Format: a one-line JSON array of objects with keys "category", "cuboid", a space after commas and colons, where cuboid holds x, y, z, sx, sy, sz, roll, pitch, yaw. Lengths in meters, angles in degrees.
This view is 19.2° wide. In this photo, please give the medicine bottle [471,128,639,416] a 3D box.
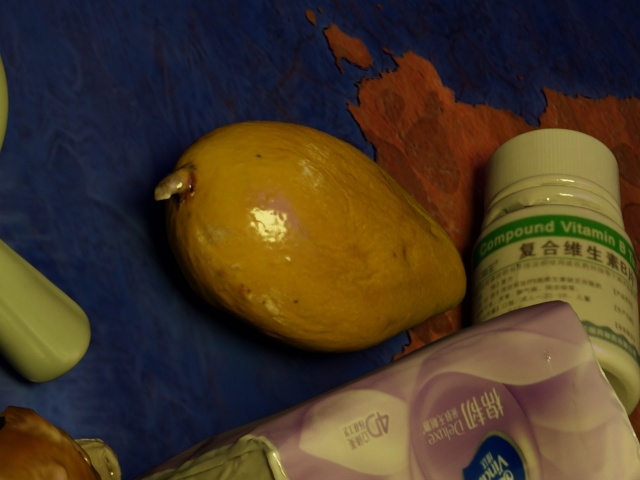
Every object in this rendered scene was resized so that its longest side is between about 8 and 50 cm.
[{"category": "medicine bottle", "cuboid": [0.191, 0.033, 1.540, 0.139, 0.139, 0.237, 31, 45, -28]}]

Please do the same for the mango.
[{"category": "mango", "cuboid": [0.000, 0.000, 1.381, 0.317, 0.119, 0.176, 11, 48, -48]}]

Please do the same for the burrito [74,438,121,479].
[{"category": "burrito", "cuboid": [-0.184, 0.147, 1.141, 0.149, 0.055, 0.041, -6, 109, -46]}]

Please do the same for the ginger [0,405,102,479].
[{"category": "ginger", "cuboid": [-0.217, 0.263, 0.925, 0.254, 0.176, 0.418, 53, 40, -15]}]

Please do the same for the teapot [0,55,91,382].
[{"category": "teapot", "cuboid": [-0.269, -0.034, 1.114, 0.149, 0.220, 0.318, -114, -167, -69]}]

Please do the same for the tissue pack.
[{"category": "tissue pack", "cuboid": [0.013, 0.175, 1.169, 0.338, 0.242, 0.160, -19, 81, -50]}]
